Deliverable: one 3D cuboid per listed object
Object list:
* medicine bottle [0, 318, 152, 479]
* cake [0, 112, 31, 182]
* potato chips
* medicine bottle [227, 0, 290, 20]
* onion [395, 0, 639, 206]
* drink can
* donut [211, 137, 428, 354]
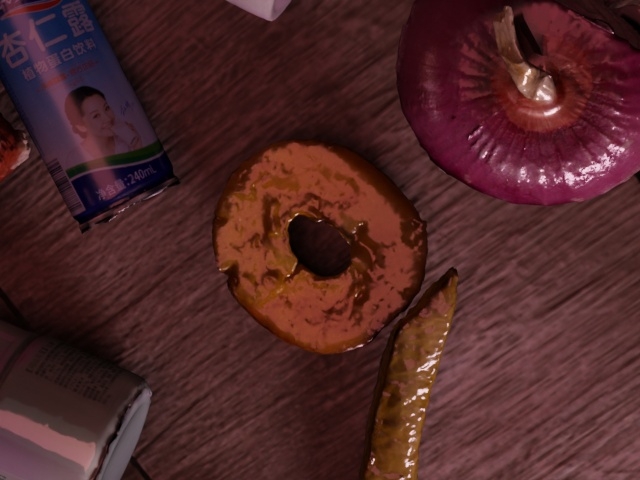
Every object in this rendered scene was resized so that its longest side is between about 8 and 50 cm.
[{"bbox_3d":[-0.242,0.146,1.218,0.168,0.135,0.135,23,104,4],"label":"medicine bottle"},{"bbox_3d":[-0.364,-0.037,1.180,0.283,0.177,0.151,-40,91,26],"label":"cake"},{"bbox_3d":[0.068,0.209,1.204,0.080,0.057,0.407,7,107,13],"label":"potato chips"},{"bbox_3d":[-0.118,-0.282,1.105,0.254,0.152,0.152,30,104,1],"label":"medicine bottle"},{"bbox_3d":[0.156,-0.116,1.085,0.207,0.200,0.201,12,105,-25],"label":"onion"},{"bbox_3d":[-0.208,-0.130,1.179,0.097,0.097,0.235,-26,94,14],"label":"drink can"},{"bbox_3d":[0.000,0.000,1.185,0.162,0.065,0.178,-39,91,10],"label":"donut"}]
